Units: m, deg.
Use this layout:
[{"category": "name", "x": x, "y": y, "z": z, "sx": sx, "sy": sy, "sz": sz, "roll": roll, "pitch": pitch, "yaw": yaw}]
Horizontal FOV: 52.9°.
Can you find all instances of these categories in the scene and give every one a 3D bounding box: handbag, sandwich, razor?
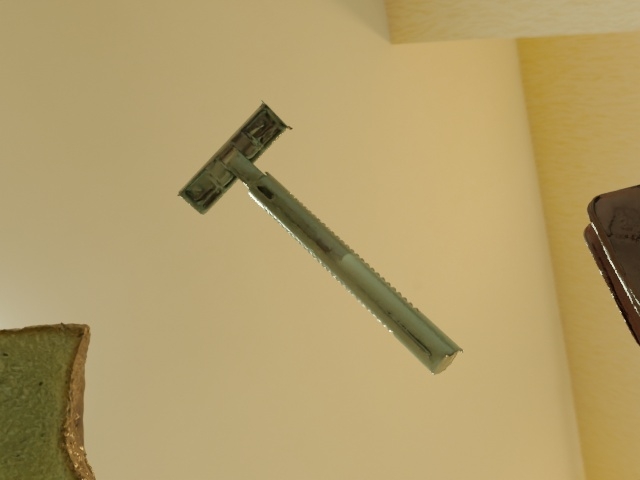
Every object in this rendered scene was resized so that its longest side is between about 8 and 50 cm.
[{"category": "handbag", "x": 0.438, "y": 0.018, "z": 0.742, "sx": 0.216, "sy": 0.203, "sz": 0.074, "roll": -15, "pitch": -34, "yaw": 1}, {"category": "sandwich", "x": -0.353, "y": 0.205, "z": 0.743, "sx": 0.186, "sy": 0.065, "sz": 0.214, "roll": -1, "pitch": -98, "yaw": -10}, {"category": "razor", "x": -0.003, "y": -0.003, "z": 0.363, "sx": 0.084, "sy": 0.211, "sz": 0.036, "roll": -47, "pitch": -37, "yaw": 1}]
